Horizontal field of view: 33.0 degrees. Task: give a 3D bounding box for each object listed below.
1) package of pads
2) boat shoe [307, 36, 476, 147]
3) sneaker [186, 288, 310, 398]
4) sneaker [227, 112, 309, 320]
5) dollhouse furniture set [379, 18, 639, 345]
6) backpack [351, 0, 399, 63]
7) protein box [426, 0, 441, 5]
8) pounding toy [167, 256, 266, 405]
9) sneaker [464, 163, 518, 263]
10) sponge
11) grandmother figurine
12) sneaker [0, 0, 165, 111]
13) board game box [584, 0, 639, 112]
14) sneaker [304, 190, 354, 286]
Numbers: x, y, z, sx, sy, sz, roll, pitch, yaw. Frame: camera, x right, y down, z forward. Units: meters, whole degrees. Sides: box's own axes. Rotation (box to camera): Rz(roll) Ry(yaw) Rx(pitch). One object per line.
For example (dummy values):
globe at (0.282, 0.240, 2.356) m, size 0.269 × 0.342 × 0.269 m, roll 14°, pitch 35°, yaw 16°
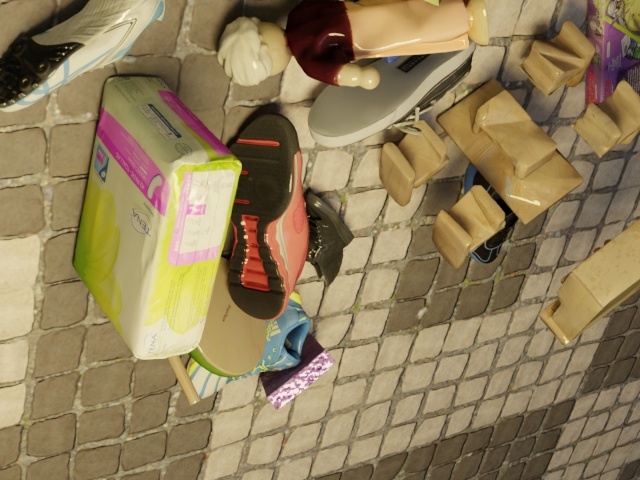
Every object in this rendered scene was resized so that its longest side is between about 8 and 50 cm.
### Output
package of pads at (-0.211, -0.025, 1.363) m, size 0.101 × 0.229 × 0.297 m, roll -7°, pitch 127°, yaw -35°
boat shoe at (0.107, -0.208, 1.563) m, size 0.306 × 0.113 × 0.105 m, roll -42°, pitch 148°, yaw -26°
sneaker at (-0.109, 0.176, 1.687) m, size 0.240 × 0.126 × 0.091 m, roll -50°, pitch 138°, yaw 6°
sneaker at (-0.072, -0.046, 1.576) m, size 0.136 × 0.116 × 0.314 m, roll -46°, pitch 145°, yaw -58°
dollhouse furniture set at (0.347, -0.063, 1.705) m, size 0.362 × 0.394 × 0.256 m, roll -36°, pitch 165°, yaw -10°
backpack at (0.109, -0.314, 1.489) m, size 0.120 × 0.098 × 0.101 m, roll -41°, pitch 168°, yaw -4°
protein box at (0.051, -0.404, 1.283) m, size 0.199 × 0.201 × 0.136 m, roll 10°, pitch 117°, yaw -43°
pounding toy at (-0.190, 0.132, 1.585) m, size 0.110 × 0.183 × 0.237 m, roll -21°, pitch -175°, yaw 32°
sneaker at (0.298, -0.034, 1.869) m, size 0.081 × 0.090 × 0.232 m, roll -28°, pitch 136°, yaw -18°
sponge at (-0.040, 0.209, 1.736) m, size 0.117 × 0.210 × 0.031 m, roll -40°, pitch 95°, yaw -4°
grandmother figurine at (0.036, -0.263, 1.379) m, size 0.342 × 0.208 × 0.104 m, roll -10°, pitch 132°, yaw 3°
sneaker at (-0.280, -0.221, 1.261) m, size 0.237 × 0.085 × 0.086 m, roll -37°, pitch 146°, yaw -3°
board game box at (0.541, -0.365, 1.831) m, size 0.208 × 0.056 × 0.347 m, roll -31°, pitch 137°, yaw -21°
sneaker at (-0.002, -0.001, 1.685) m, size 0.089 × 0.051 × 0.170 m, roll -47°, pitch 142°, yaw -4°
